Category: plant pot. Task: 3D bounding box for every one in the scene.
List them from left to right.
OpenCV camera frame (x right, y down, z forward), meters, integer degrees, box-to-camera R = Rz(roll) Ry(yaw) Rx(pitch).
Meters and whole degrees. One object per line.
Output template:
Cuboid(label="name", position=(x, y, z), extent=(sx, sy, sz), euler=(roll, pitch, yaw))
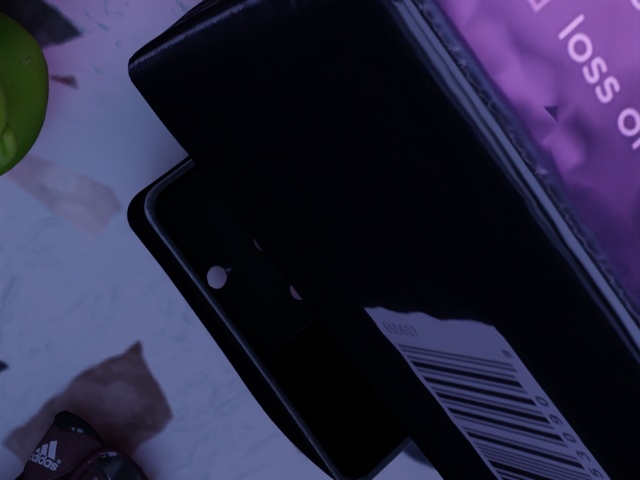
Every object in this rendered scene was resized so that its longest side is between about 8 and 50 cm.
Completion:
Cuboid(label="plant pot", position=(0.000, 0.000, 0.784), extent=(0.187, 0.167, 0.188), euler=(-40, 105, -19))

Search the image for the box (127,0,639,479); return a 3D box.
Cuboid(label="box", position=(0.260, -0.050, 0.647), extent=(0.472, 0.297, 0.480), euler=(-42, 105, -17))

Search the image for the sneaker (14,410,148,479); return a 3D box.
Cuboid(label="sneaker", position=(-0.210, 0.177, 0.857), extent=(0.281, 0.106, 0.162), euler=(17, 91, -40))

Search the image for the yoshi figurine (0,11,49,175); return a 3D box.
Cuboid(label="yoshi figurine", position=(-0.152, -0.139, 0.737), extent=(0.362, 0.204, 0.203), euler=(-22, 79, 34))
